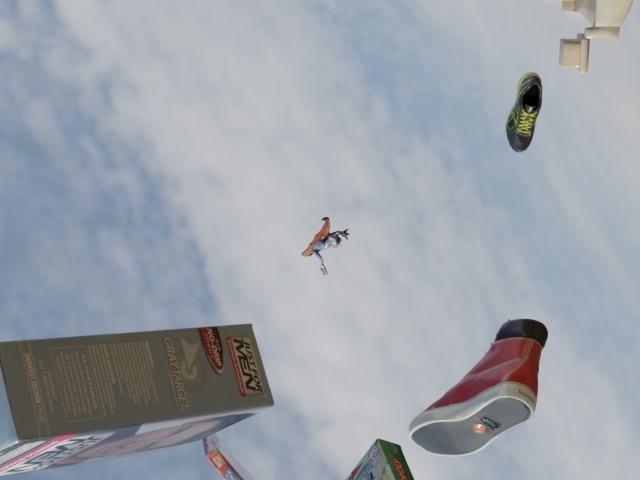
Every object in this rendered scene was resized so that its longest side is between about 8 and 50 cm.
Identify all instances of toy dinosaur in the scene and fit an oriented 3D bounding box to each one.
[{"bbox_3d":[0.000,0.000,1.682,0.090,0.082,0.047,60,-141,-25],"label":"toy dinosaur"}]

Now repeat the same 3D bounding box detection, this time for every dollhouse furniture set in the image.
[{"bbox_3d":[0.402,-0.347,1.451,0.303,0.174,0.355,-83,-7,-68],"label":"dollhouse furniture set"}]

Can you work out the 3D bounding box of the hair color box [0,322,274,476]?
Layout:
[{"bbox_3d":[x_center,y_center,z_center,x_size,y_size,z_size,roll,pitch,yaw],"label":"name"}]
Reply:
[{"bbox_3d":[-0.255,0.187,1.418,0.374,0.185,0.113,-1,-112,-48],"label":"hair color box"}]

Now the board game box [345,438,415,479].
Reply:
[{"bbox_3d":[0.040,0.461,1.689,0.046,0.317,0.213,23,-157,-27],"label":"board game box"}]

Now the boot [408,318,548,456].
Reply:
[{"bbox_3d":[0.234,0.208,1.778,0.088,0.244,0.176,37,-134,-18],"label":"boot"}]

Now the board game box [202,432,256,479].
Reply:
[{"bbox_3d":[-0.108,0.449,2.099,0.281,0.027,0.145,53,176,-11],"label":"board game box"}]

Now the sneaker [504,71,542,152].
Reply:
[{"bbox_3d":[0.208,-0.130,1.244,0.035,0.031,0.083,-82,-1,-74],"label":"sneaker"}]
